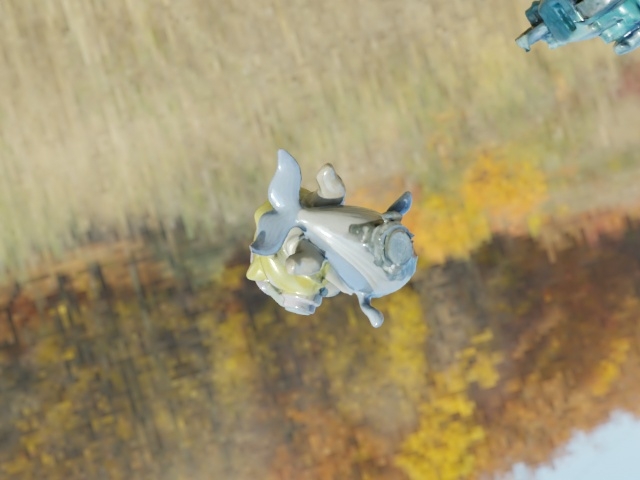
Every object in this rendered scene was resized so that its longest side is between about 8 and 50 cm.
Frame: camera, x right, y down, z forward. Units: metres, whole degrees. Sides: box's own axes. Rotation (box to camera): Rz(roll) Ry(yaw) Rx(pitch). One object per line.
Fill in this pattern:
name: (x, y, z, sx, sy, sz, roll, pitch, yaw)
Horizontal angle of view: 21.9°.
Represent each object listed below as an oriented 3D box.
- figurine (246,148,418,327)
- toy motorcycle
figurine: (0.000, 0.000, 1.481, 0.184, 0.128, 0.208, 4, 160, 37)
toy motorcycle: (0.336, -0.300, 1.890, 0.206, 0.154, 0.260, -40, -174, -15)
